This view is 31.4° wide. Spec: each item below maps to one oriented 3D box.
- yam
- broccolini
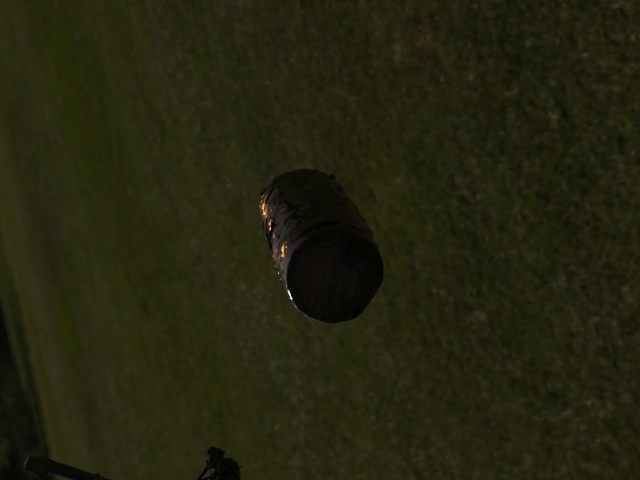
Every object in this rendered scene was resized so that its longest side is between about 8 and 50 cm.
[{"bbox_3d":[0.000,-0.002,1.371,0.280,0.131,0.131,-117,20,-70],"label":"yam"},{"bbox_3d":[-0.151,0.203,0.933,0.054,0.194,0.052,-75,-20,-53],"label":"broccolini"}]
